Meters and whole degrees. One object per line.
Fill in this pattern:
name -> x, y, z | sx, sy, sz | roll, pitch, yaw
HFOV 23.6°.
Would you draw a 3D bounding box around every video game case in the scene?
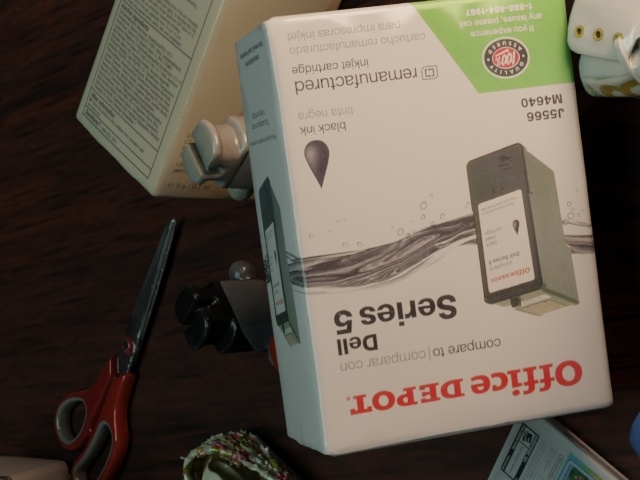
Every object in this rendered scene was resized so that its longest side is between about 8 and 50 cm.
video game case -> 0.161, 0.216, 1.056 | 0.143, 0.019, 0.157 | 40, 117, 40

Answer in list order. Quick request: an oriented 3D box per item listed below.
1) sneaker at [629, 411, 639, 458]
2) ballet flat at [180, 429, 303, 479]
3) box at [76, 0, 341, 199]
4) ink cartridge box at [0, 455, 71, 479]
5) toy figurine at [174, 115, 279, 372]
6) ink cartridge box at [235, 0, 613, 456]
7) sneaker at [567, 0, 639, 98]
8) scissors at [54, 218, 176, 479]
sneaker -> 0.278, 0.091, 0.883 | 0.232, 0.081, 0.090 | -47, 49, 35
ballet flat -> -0.032, 0.233, 1.227 | 0.241, 0.077, 0.091 | 31, 111, 43
box -> -0.076, -0.201, 1.251 | 0.148, 0.121, 0.311 | 45, 121, 39
ink cartridge box -> -0.347, 0.316, 1.415 | 0.114, 0.273, 0.197 | 2, 91, 21
toy figurine -> 0.000, 0.000, 1.156 | 0.209, 0.148, 0.213 | 5, 95, 54
ink cartridge box -> 0.066, -0.012, 0.993 | 0.115, 0.198, 0.273 | 178, 84, -77
sneaker -> 0.229, -0.085, 0.907 | 0.169, 0.108, 0.292 | -19, 55, 49
scissors -> -0.178, 0.120, 1.438 | 0.297, 0.021, 0.109 | -56, 49, 30
